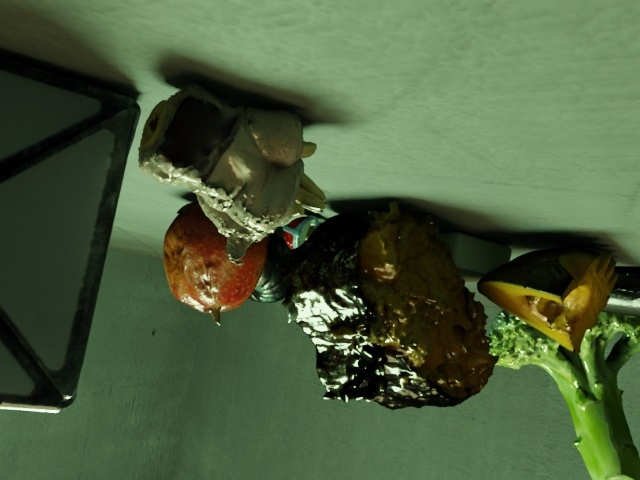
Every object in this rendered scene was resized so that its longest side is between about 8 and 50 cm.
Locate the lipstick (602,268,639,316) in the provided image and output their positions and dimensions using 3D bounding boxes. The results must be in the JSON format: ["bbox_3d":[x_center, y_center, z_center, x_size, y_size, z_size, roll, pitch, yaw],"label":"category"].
[{"bbox_3d":[0.547,0.083,0.823,0.081,0.081,0.300,14,172,-34],"label":"lipstick"}]

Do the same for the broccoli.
[{"bbox_3d":[0.506,0.273,1.153,0.353,0.396,0.275,13,175,39],"label":"broccoli"}]

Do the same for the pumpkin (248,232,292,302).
[{"bbox_3d":[-0.135,0.042,1.120,0.202,0.140,0.202,12,156,6],"label":"pumpkin"}]

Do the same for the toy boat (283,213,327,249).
[{"bbox_3d":[0.000,0.000,0.892,0.059,0.069,0.173,22,-179,33],"label":"toy boat"}]

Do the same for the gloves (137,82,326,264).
[{"bbox_3d":[-0.070,-0.059,0.440,0.094,0.110,0.144,12,149,52],"label":"gloves"}]

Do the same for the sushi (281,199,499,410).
[{"bbox_3d":[0.101,0.120,0.783,0.208,0.234,0.348,-6,134,46],"label":"sushi"}]

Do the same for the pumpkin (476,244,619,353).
[{"bbox_3d":[0.327,0.054,0.810,0.149,0.130,0.254,24,169,38],"label":"pumpkin"}]

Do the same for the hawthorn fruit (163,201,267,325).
[{"bbox_3d":[-0.174,0.022,0.896,0.174,0.179,0.173,31,-174,-4],"label":"hawthorn fruit"}]

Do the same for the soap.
[{"bbox_3d":[0.199,0.030,0.907,0.122,0.063,0.183,14,171,-30],"label":"soap"}]

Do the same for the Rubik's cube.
[{"bbox_3d":[-0.321,-0.012,0.478,0.259,0.254,0.260,12,172,-24],"label":"Rubik's cube"}]
